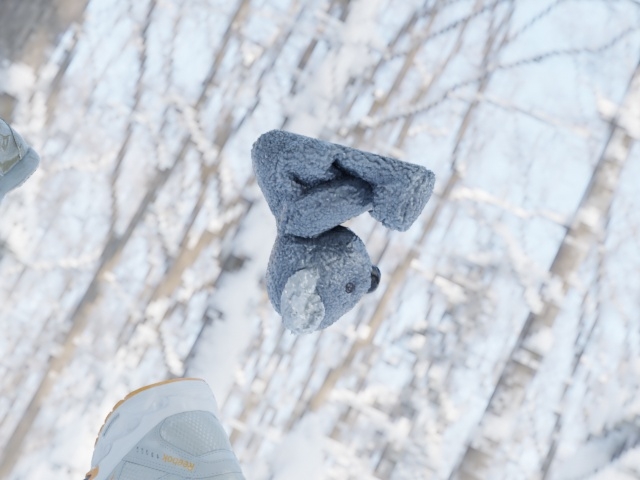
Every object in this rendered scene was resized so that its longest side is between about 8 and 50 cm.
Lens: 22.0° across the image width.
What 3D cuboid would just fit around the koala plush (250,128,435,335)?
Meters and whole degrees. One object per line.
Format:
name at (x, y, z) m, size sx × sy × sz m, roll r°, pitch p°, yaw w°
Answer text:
koala plush at (0.000, 0.000, 1.856) m, size 0.203 × 0.221 × 0.196 m, roll 14°, pitch 3°, yaw -4°

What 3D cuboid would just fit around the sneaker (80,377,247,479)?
sneaker at (-0.140, 0.225, 1.171) m, size 0.099 × 0.262 × 0.121 m, roll 7°, pitch 37°, yaw -41°

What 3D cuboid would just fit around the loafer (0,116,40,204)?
loafer at (-0.352, -0.055, 1.574) m, size 0.094 × 0.251 × 0.087 m, roll -26°, pitch -73°, yaw 19°
